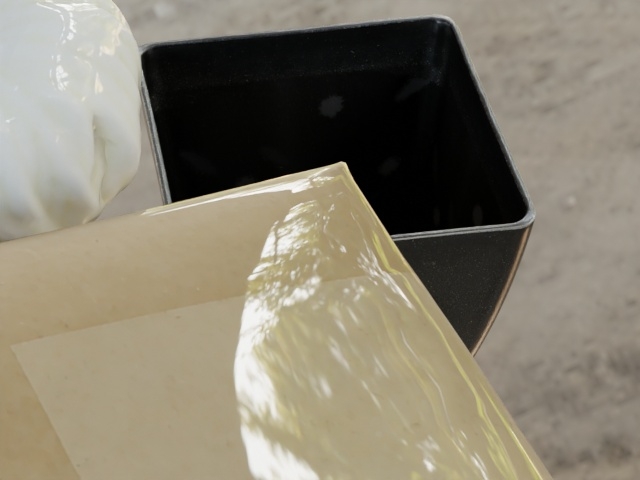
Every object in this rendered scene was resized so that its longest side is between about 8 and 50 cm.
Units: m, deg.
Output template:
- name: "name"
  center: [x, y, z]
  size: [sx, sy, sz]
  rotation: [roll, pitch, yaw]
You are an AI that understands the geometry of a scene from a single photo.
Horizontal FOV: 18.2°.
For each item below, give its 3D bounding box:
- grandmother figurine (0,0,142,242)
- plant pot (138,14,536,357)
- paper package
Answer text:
- name: "grandmother figurine"
  center: [-0.206, -0.039, 0.568]
  size: [0.342, 0.208, 0.104]
  rotation: [4, 0, 22]
- name: "plant pot"
  center: [0.000, 0.000, 1.123]
  size: [0.187, 0.167, 0.188]
  rotation: [-6, 43, -9]
- name: "paper package"
  center: [-0.126, 0.153, 0.494]
  size: [0.324, 0.168, 0.309]
  rotation: [-15, -28, -40]
